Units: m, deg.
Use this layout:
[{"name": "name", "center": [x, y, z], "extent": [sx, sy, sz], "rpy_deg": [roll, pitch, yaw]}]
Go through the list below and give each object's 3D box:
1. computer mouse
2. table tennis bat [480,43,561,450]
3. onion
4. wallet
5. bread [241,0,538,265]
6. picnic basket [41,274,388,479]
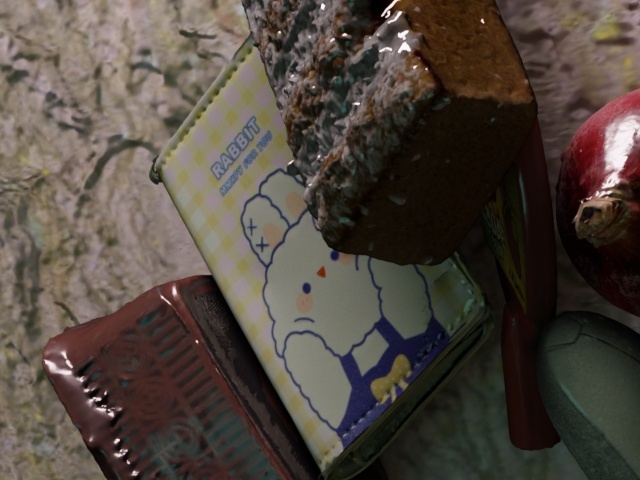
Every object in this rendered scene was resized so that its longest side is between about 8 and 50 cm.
[{"name": "computer mouse", "center": [0.226, 0.138, 1.252], "extent": [0.068, 0.113, 0.229], "rpy_deg": [-22, 115, 39]}, {"name": "table tennis bat", "center": [0.139, 0.002, 1.320], "extent": [0.200, 0.038, 0.310], "rpy_deg": [-107, 9, -70]}, {"name": "onion", "center": [0.214, -0.021, 1.198], "extent": [0.159, 0.195, 0.159], "rpy_deg": [5, 101, 30]}, {"name": "wallet", "center": [0.000, 0.000, 1.455], "extent": [0.223, 0.077, 0.309], "rpy_deg": [-46, 61, 29]}, {"name": "bread", "center": [0.018, -0.186, 1.301], "extent": [0.165, 0.113, 0.416], "rpy_deg": [-60, 37, 40]}, {"name": "picnic basket", "center": [-0.075, 0.152, 1.527], "extent": [0.129, 0.222, 0.297], "rpy_deg": [-43, 70, 24]}]
